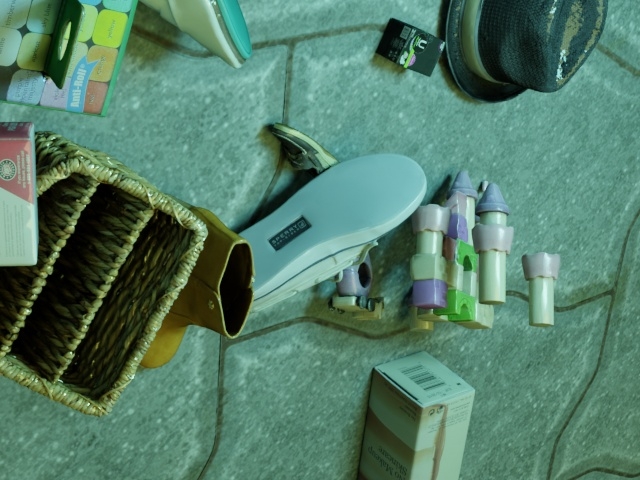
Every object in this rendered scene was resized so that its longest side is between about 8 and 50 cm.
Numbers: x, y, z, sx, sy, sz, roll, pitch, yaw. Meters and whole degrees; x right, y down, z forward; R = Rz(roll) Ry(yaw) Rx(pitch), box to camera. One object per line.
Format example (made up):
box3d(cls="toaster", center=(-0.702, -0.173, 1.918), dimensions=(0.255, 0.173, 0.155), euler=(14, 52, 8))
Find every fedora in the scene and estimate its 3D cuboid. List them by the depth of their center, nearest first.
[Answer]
box3d(cls="fedora", center=(0.351, -0.358, 2.037), dimensions=(0.334, 0.152, 0.334), euler=(-21, 127, -31))

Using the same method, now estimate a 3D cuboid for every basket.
box3d(cls="basket", center=(-0.328, 0.035, 1.624), dimensions=(0.213, 0.223, 0.299), euler=(26, 97, -47))

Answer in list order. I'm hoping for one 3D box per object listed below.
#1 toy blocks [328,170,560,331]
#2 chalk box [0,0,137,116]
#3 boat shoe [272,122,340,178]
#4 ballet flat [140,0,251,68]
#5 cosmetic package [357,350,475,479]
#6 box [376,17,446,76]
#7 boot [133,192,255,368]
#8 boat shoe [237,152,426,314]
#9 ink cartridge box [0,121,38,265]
box3d(cls="toy blocks", center=(0.212, 0.002, 2.125), dimensions=(0.288, 0.309, 0.260), euler=(23, 66, -58))
box3d(cls="chalk box", center=(-0.322, -0.251, 1.405), dimensions=(0.179, 0.289, 0.180), euler=(5, 112, -43))
box3d(cls="boat shoe", center=(-0.025, -0.128, 1.914), dimensions=(0.152, 0.056, 0.049), euler=(32, 86, -47))
box3d(cls="ballet flat", center=(-0.202, -0.379, 1.570), dimensions=(0.139, 0.139, 0.400), euler=(-36, 130, -20))
box3d(cls="cosmetic package", center=(0.167, 0.372, 2.321), dimensions=(0.129, 0.153, 0.296), euler=(-13, 122, -34))
box3d(cls="box", center=(0.139, -0.295, 1.960), dimensions=(0.083, 0.052, 0.062), euler=(14, 106, -46))
box3d(cls="boot", center=(-0.183, 0.095, 1.796), dimensions=(0.104, 0.211, 0.295), euler=(-10, 121, -36))
box3d(cls="boat shoe", center=(0.003, 0.007, 1.956), dimensions=(0.367, 0.136, 0.156), euler=(-34, 156, -8))
box3d(cls="ink cartridge box", center=(-0.442, -0.054, 1.486), dimensions=(0.218, 0.092, 0.158), euler=(-1, 110, -10))
